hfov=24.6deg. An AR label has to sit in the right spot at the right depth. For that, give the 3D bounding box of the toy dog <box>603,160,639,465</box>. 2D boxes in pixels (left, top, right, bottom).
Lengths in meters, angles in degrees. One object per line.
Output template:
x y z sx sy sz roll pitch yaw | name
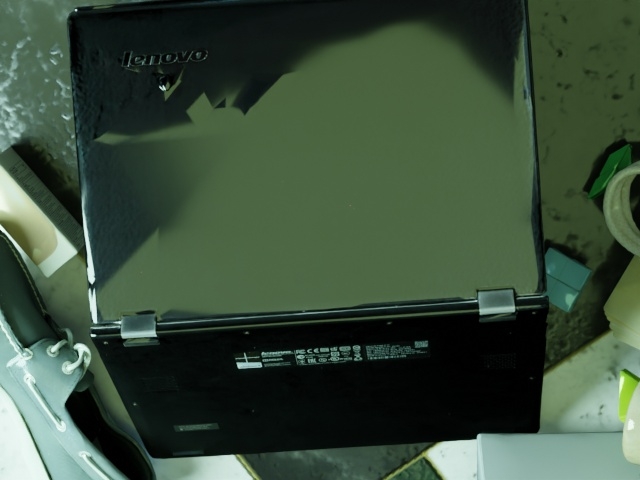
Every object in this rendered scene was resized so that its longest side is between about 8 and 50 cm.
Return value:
0.340 0.072 1.202 0.220 0.161 0.333 -8 87 23 | toy dog

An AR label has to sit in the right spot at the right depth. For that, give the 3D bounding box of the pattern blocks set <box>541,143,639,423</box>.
0.360 0.054 1.296 0.325 0.026 0.285 41 106 18 | pattern blocks set

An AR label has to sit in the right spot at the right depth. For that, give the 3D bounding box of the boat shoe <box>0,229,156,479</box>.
-0.243 0.119 1.355 0.099 0.116 0.319 -12 112 18 | boat shoe

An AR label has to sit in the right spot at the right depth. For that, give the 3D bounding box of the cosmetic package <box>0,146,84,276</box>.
-0.269 -0.027 1.352 0.041 0.060 0.115 -39 98 12 | cosmetic package

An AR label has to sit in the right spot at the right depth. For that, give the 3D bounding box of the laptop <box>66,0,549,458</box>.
0.000 0.000 1.308 0.382 0.236 0.408 -4 148 4 | laptop

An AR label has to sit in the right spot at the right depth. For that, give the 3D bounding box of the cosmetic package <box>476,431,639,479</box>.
0.259 0.303 1.356 0.225 0.138 0.224 -2 113 5 | cosmetic package
